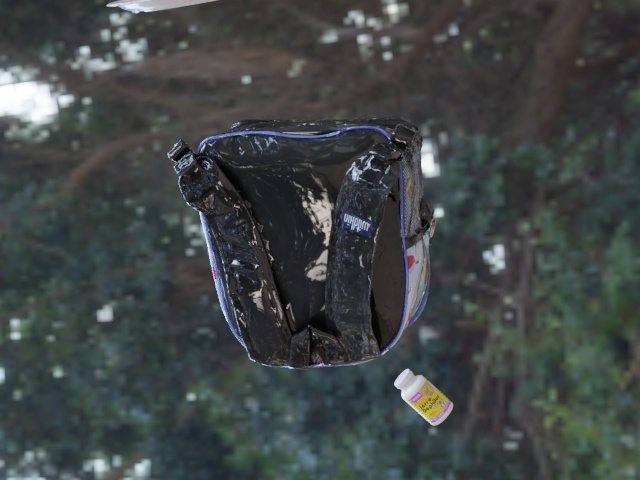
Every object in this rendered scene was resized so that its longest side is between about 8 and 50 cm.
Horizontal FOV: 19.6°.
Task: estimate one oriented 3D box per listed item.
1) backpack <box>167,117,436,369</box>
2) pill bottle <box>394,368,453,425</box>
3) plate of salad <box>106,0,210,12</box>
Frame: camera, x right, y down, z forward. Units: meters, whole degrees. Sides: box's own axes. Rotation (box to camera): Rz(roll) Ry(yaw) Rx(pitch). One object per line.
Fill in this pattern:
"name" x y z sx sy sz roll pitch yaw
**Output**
"backpack" 0.000 0.000 1.996 0.213 0.276 0.263 -21 -71 -66
"pill bottle" 0.144 0.220 2.617 0.083 0.043 0.043 42 -135 -9
"plate of salad" -0.151 -0.299 2.149 0.200 0.200 0.048 -25 -72 -57
